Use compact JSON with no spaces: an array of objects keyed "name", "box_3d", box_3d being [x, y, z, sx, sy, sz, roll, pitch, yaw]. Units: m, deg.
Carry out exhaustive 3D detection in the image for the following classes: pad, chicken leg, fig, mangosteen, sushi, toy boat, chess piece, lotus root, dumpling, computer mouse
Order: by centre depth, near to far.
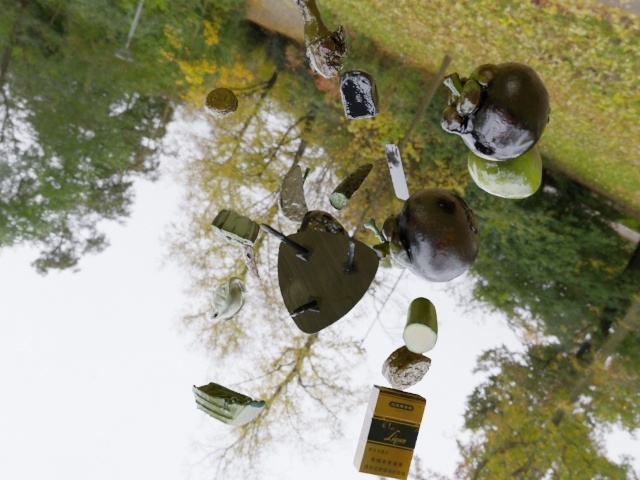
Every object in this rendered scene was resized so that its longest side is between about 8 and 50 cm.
[{"name":"toy boat","box_3d":[-0.280,0.489,1.516,0.276,0.084,0.111,0,174,43]},{"name":"mangosteen","box_3d":[0.525,-0.377,1.530,0.313,0.297,0.297,-17,-157,-1]},{"name":"computer mouse","box_3d":[0.121,-0.470,1.610,0.122,0.073,0.217,-1,151,13]},{"name":"mangosteen","box_3d":[0.364,-0.013,1.679,0.330,0.330,0.330,27,-164,-8]},{"name":"chess piece","box_3d":[0.189,-0.030,1.706,0.093,0.042,0.042,51,-164,-2]},{"name":"sushi","box_3d":[-0.005,0.005,1.736,0.213,0.200,0.204,44,-174,11]},{"name":"dumpling","box_3d":[-0.303,0.205,1.765,0.100,0.169,0.134,11,-179,41]},{"name":"fig","box_3d":[0.733,-0.289,1.988,0.326,0.258,0.258,32,-168,-33]},{"name":"chicken leg","box_3d":[0.006,-0.824,2.018,0.211,0.361,0.140,5,-144,34]},{"name":"pad","box_3d":[0.338,-0.320,2.277,0.055,0.250,0.323,-14,-165,9]},{"name":"lotus root","box_3d":[-0.409,-0.053,2.513,0.235,0.119,0.138,25,152,8]}]

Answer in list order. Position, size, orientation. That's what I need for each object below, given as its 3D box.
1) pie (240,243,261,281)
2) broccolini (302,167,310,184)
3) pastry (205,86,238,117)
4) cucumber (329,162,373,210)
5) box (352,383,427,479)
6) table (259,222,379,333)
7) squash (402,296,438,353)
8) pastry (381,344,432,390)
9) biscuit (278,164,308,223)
[{"name":"pie","box_3d":[-0.269,0.076,1.914,0.033,0.191,0.088,-31,-134,-23]},{"name":"broccolini","box_3d":[-0.091,-0.199,2.244,0.071,0.254,0.057,12,-170,-38]},{"name":"pastry","box_3d":[-0.309,-0.430,1.590,0.097,0.109,0.057,-8,156,7]},{"name":"cucumber","box_3d":[0.101,-0.192,1.696,0.062,0.078,0.211,38,-130,-3]},{"name":"box","box_3d":[0.196,0.542,1.444,0.152,0.237,0.070,17,178,-13]},{"name":"table","box_3d":[-0.004,0.066,1.391,0.317,0.317,0.249,35,176,20]},{"name":"squash","box_3d":[0.278,0.217,1.387,0.095,0.095,0.188,30,-153,2]},{"name":"pastry","box_3d":[0.329,0.486,1.962,0.188,0.189,0.103,15,-154,-42]},{"name":"biscuit","box_3d":[-0.113,-0.167,2.029,0.133,0.250,0.032,-28,-147,-31]}]
